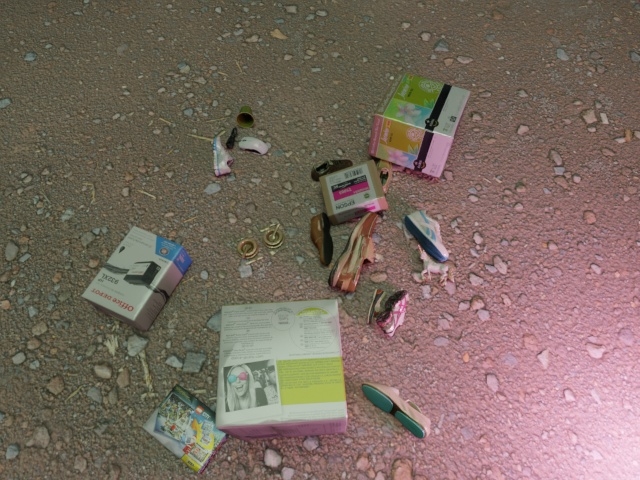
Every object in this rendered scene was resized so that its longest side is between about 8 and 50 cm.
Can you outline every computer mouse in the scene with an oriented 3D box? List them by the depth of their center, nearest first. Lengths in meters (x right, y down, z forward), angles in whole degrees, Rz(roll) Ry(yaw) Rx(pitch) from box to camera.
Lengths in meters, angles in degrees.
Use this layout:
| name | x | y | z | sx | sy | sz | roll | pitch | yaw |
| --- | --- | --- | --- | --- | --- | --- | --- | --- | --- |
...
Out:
| name | x | y | z | sx | sy | sz | roll | pitch | yaw |
| --- | --- | --- | --- | --- | --- | --- | --- | --- | --- |
| computer mouse | -0.319 | -0.431 | 1.944 | 0.193 | 0.042 | 0.106 | 18 | 62 | 10 |

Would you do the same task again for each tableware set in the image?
| name | x | y | z | sx | sy | sz | roll | pitch | yaw |
| --- | --- | --- | --- | --- | --- | --- | --- | --- | --- |
| tableware set | -0.232 | 0.005 | 1.705 | 0.194 | 0.039 | 0.128 | -23 | 63 | -12 |

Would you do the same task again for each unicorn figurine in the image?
| name | x | y | z | sx | sy | sz | roll | pitch | yaw |
| --- | --- | --- | --- | --- | --- | --- | --- | --- | --- |
| unicorn figurine | 0.415 | 0.101 | 1.640 | 0.161 | 0.060 | 0.111 | 20 | 62 | -7 |

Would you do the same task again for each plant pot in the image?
| name | x | y | z | sx | sy | sz | roll | pitch | yaw |
| --- | --- | --- | --- | --- | --- | --- | --- | --- | --- |
| plant pot | -0.337 | -0.565 | 2.004 | 0.083 | 0.083 | 0.079 | -2 | 49 | 0 |

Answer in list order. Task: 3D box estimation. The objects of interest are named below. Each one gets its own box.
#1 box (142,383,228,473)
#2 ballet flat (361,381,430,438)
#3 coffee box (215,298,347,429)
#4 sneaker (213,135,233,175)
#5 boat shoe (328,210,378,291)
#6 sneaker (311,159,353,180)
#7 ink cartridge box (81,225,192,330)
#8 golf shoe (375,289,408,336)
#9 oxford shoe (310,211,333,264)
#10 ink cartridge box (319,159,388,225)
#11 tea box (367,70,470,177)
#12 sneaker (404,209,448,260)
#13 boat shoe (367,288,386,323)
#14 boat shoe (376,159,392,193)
| name | x | y | z | sx | sy | sz | roll | pitch | yaw |
| --- | --- | --- | --- | --- | --- | --- | --- | --- | --- |
| box | -0.413 | 0.585 | 1.388 | 0.233 | 0.044 | 0.159 | 31 | 66 | 16 |
| ballet flat | 0.243 | 0.520 | 1.404 | 0.248 | 0.086 | 0.086 | 38 | 68 | 18 |
| coffee box | -0.102 | 0.391 | 1.323 | 0.338 | 0.338 | 0.334 | -4 | 61 | -1 |
| sneaker | -0.418 | -0.362 | 1.900 | 0.082 | 0.071 | 0.191 | -5 | 70 | -9 |
| boat shoe | 0.145 | 0.048 | 1.642 | 0.119 | 0.122 | 0.324 | 26 | 73 | 9 |
| sneaker | 0.051 | -0.304 | 1.852 | 0.188 | 0.071 | 0.066 | -22 | 63 | -11 |
| ink cartridge box | -0.649 | 0.133 | 1.590 | 0.223 | 0.129 | 0.307 | 21 | 64 | 11 |
| golf shoe | 0.262 | 0.253 | 1.558 | 0.086 | 0.067 | 0.186 | 54 | 54 | -19 |
| oxford shoe | 0.000 | 0.000 | 1.701 | 0.076 | 0.076 | 0.212 | -19 | 61 | 25 |
| ink cartridge box | 0.128 | -0.190 | 1.749 | 0.234 | 0.088 | 0.193 | -18 | 60 | 9 |
| tea box | 0.406 | -0.488 | 1.844 | 0.323 | 0.220 | 0.329 | 19 | 55 | 12 |
| sneaker | 0.420 | -0.024 | 1.687 | 0.092 | 0.087 | 0.229 | -26 | 66 | -15 |
| boat shoe | 0.198 | 0.235 | 1.571 | 0.043 | 0.049 | 0.137 | 17 | 58 | 8 |
| boat shoe | 0.266 | -0.280 | 1.835 | 0.068 | 0.072 | 0.190 | 4 | 61 | 3 |
